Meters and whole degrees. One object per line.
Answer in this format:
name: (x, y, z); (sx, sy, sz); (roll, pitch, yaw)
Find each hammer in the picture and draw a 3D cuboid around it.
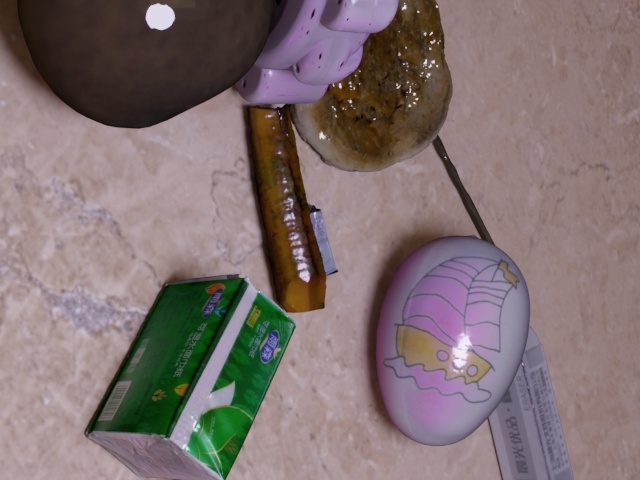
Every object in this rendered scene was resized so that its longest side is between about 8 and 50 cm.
hammer: (0.183, -0.098, 2.076); (0.058, 0.029, 0.292); (-45, 116, -35)

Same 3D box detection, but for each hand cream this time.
hand cream: (0.000, 0.000, 1.898); (0.030, 0.019, 0.093); (-25, 108, -44)

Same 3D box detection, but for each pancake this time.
pancake: (0.067, -0.224, 1.936); (0.282, 0.049, 0.282); (-2, 94, -38)

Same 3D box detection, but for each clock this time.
clock: (-0.017, -0.322, 1.708); (0.113, 0.322, 0.295); (-1, 81, -25)

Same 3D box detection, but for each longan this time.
longan: (-0.184, -0.266, 1.600); (0.300, 0.243, 0.300); (-16, 108, -59)

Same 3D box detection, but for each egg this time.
egg: (0.164, 0.125, 1.911); (0.196, 0.196, 0.271); (41, 61, -32)

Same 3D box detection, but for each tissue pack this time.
tissue pack: (-0.125, 0.168, 1.665); (0.156, 0.148, 0.209); (44, 56, -30)

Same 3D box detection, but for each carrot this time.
carrot: (-0.042, -0.040, 1.828); (0.070, 0.070, 0.260); (-11, 90, -43)

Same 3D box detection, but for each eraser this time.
eraser: (0.286, 0.263, 2.077); (0.061, 0.089, 0.352); (-19, 97, -47)
